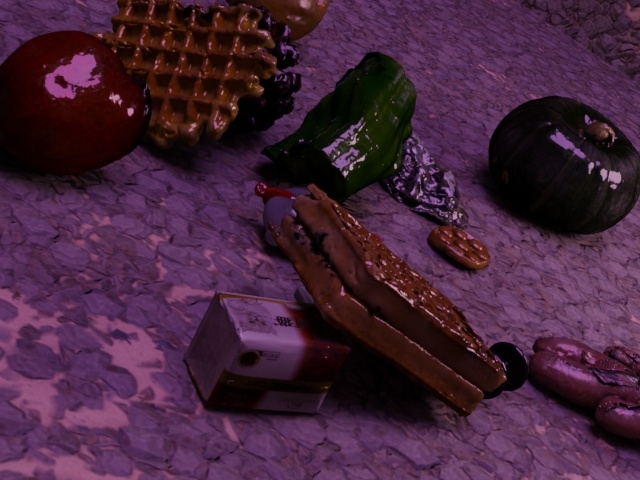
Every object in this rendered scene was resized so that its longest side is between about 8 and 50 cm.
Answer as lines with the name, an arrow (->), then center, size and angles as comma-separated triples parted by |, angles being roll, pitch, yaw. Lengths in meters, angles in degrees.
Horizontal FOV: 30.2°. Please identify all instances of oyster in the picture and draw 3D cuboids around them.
oyster -> 0.166, -0.123, 2.064 | 0.199, 0.087, 0.252 | 16, 41, -21

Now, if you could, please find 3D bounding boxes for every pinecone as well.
pinecone -> -0.123, -0.269, 1.892 | 0.221, 0.221, 0.221 | 22, 28, -12

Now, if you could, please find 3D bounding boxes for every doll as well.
doll -> 0.000, 0.000, 1.672 | 0.245, 0.076, 0.142 | 37, 47, 10
doll -> 0.453, 0.195, 1.684 | 0.303, 0.156, 0.201 | 24, 33, 2

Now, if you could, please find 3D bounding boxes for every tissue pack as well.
tissue pack -> -0.061, 0.130, 1.358 | 0.148, 0.106, 0.099 | 9, 32, -33

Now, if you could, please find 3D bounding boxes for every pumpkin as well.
pumpkin -> 0.460, -0.147, 2.215 | 0.300, 0.207, 0.300 | 20, 37, -16

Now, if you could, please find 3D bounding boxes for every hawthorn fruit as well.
hawthorn fruit -> -0.352, -0.169, 1.558 | 0.251, 0.190, 0.189 | -27, 57, -36

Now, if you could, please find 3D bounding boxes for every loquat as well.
loquat -> -0.086, -0.484, 2.305 | 0.213, 0.213, 0.213 | 22, 28, -12

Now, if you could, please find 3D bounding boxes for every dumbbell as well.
dumbbell -> 0.236, 0.175, 1.600 | 0.069, 0.069, 0.147 | 43, 31, 27

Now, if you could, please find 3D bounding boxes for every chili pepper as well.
chili pepper -> 0.048, -0.155, 1.865 | 0.167, 0.213, 0.385 | 49, 34, -7

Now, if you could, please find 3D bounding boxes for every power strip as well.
power strip -> -0.003, 0.092, 1.577 | 0.040, 0.016, 0.090 | 9, 32, -32

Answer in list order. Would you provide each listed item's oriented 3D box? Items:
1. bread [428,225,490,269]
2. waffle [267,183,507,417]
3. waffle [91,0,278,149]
bread -> 0.227, 0.011, 1.922 | 0.110, 0.024, 0.110 | 23, 27, -12
waffle -> 0.087, 0.077, 1.480 | 0.308, 0.091, 0.213 | 40, 10, -38
waffle -> -0.205, -0.269, 1.774 | 0.309, 0.283, 0.065 | 58, 6, 24
